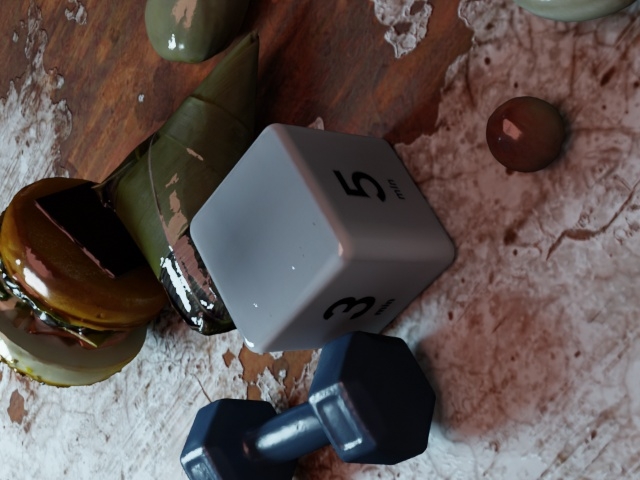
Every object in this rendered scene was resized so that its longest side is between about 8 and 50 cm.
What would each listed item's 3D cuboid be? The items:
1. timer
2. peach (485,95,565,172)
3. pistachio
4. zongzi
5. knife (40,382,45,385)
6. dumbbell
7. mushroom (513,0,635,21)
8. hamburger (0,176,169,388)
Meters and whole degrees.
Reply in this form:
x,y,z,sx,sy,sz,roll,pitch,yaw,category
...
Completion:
x,y,z,sx,sy,sz,roll,pitch,yaw,category
0.000,0.000,1.212,0.192,0.195,0.194,-47,58,32,timer
0.212,-0.110,1.098,0.083,0.083,0.083,-2,88,43,peach
-0.158,-0.334,1.413,0.129,0.131,0.206,-120,47,-60,pistachio
-0.115,-0.070,1.365,0.317,0.154,0.289,-48,66,25,zongzi
-0.431,0.087,1.724,0.081,0.043,0.336,44,120,41,knife
-0.020,0.224,1.249,0.325,0.160,0.144,-30,58,39,dumbbell
0.227,-0.314,0.996,0.207,0.215,0.207,4,95,51,mushroom
-0.357,0.061,1.495,0.225,0.291,0.291,-53,56,31,hamburger
